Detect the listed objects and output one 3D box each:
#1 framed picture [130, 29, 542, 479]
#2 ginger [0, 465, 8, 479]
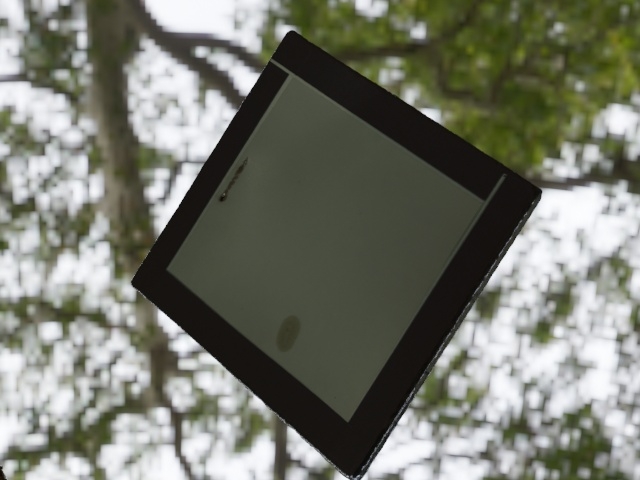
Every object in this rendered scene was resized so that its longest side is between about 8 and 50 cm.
[{"bbox_3d":[0.000,0.000,1.585,0.016,0.265,0.347,27,-174,-43],"label":"framed picture"},{"bbox_3d":[-0.295,0.152,1.410,0.162,0.073,0.103,36,166,-29],"label":"ginger"}]
